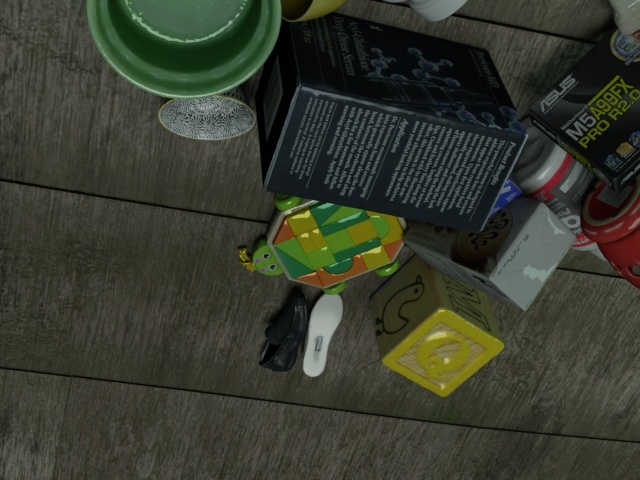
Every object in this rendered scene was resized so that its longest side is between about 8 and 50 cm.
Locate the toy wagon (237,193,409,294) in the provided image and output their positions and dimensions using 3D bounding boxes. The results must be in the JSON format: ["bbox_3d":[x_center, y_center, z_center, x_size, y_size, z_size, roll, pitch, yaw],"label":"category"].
[{"bbox_3d":[0.000,0.000,2.016,0.344,0.068,0.267,-21,127,9],"label":"toy wagon"}]

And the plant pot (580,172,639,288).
[{"bbox_3d":[0.570,-0.030,1.793,0.174,0.191,0.191,34,117,-22],"label":"plant pot"}]

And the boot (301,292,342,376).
[{"bbox_3d":[-0.005,0.194,2.175,0.069,0.086,0.190,17,96,-10],"label":"boot"}]

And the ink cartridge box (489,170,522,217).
[{"bbox_3d":[0.299,-0.130,1.865,0.097,0.207,0.046,-40,123,21],"label":"ink cartridge box"}]

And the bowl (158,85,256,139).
[{"bbox_3d":[-0.197,-0.249,1.771,0.170,0.080,0.170,0,159,0],"label":"bowl"}]

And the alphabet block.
[{"bbox_3d":[0.238,0.171,2.100,0.193,0.197,0.192,30,118,-26],"label":"alphabet block"}]

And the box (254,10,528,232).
[{"bbox_3d":[0.107,-0.211,1.722,0.395,0.294,0.212,10,126,-16],"label":"box"}]

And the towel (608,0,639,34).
[{"bbox_3d":[0.588,-0.489,1.679,0.282,0.049,0.187,-39,140,9],"label":"towel"}]

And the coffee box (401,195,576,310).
[{"bbox_3d":[0.308,-0.003,1.885,0.119,0.297,0.168,39,84,-29],"label":"coffee box"}]

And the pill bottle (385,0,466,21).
[{"bbox_3d":[0.096,-0.494,1.566,0.334,0.188,0.188,33,117,-28],"label":"pill bottle"}]

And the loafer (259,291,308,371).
[{"bbox_3d":[-0.079,0.199,2.156,0.078,0.076,0.223,2,132,-19],"label":"loafer"}]

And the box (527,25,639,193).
[{"bbox_3d":[0.533,-0.245,1.753,0.270,0.216,0.060,-42,150,0],"label":"box"}]

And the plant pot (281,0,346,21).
[{"bbox_3d":[-0.005,-0.424,1.659,0.095,0.134,0.134,-3,133,-37],"label":"plant pot"}]

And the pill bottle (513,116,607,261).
[{"bbox_3d":[0.489,-0.090,1.942,0.318,0.176,0.176,34,117,-28],"label":"pill bottle"}]

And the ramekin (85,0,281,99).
[{"bbox_3d":[-0.218,-0.395,1.626,0.303,0.148,0.303,-4,128,-5],"label":"ramekin"}]
